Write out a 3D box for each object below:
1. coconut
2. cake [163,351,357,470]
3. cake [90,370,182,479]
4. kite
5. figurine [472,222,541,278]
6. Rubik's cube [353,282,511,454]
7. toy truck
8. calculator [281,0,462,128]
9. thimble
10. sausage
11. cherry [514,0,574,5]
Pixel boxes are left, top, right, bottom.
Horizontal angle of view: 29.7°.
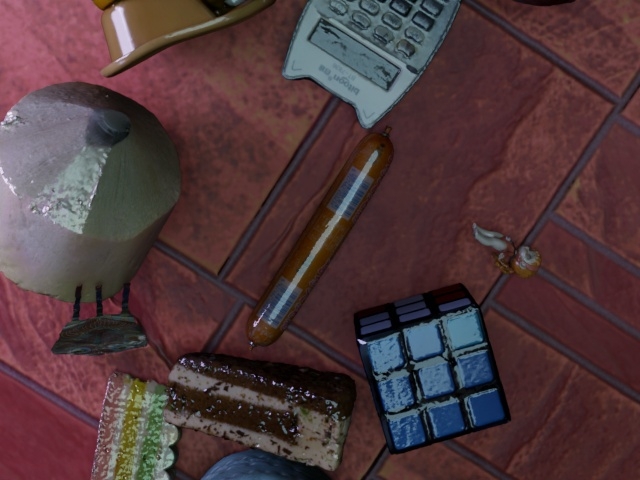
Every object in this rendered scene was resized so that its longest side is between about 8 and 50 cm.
[{"bbox_3d":[-0.289,-0.067,1.462,0.239,0.239,0.244,28,133,-5],"label":"coconut"},{"bbox_3d":[-0.072,0.218,1.549,0.246,0.135,0.112,11,98,-14],"label":"cake"},{"bbox_3d":[-0.246,0.295,1.599,0.109,0.090,0.225,9,97,1],"label":"cake"},{"bbox_3d":[-0.273,0.100,1.521,0.127,0.229,0.016,-6,65,-18],"label":"kite"},{"bbox_3d":[0.241,0.013,1.587,0.109,0.064,0.047,30,120,-19],"label":"figurine"},{"bbox_3d":[0.139,0.162,1.552,0.162,0.163,0.160,-15,98,2],"label":"Rubik's cube"},{"bbox_3d":[-0.176,-0.343,1.452,0.288,0.204,0.211,-26,101,2],"label":"toy truck"},{"bbox_3d":[0.075,-0.289,1.548,0.177,0.040,0.268,33,95,-6],"label":"calculator"},{"bbox_3d":[-0.077,0.386,1.588,0.235,0.143,0.198,9,97,-1],"label":"thimble"},{"bbox_3d":[0.000,0.000,1.580,0.053,0.053,0.348,32,96,-5],"label":"sausage"},{"bbox_3d":[0.259,-0.415,1.458,0.300,0.203,0.230,36,103,7],"label":"cherry"}]
